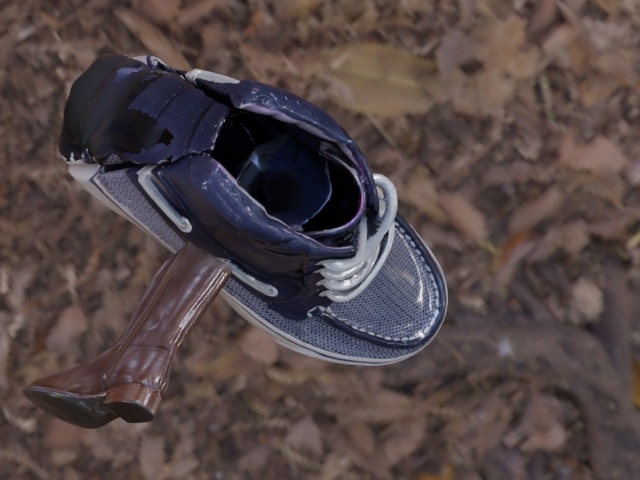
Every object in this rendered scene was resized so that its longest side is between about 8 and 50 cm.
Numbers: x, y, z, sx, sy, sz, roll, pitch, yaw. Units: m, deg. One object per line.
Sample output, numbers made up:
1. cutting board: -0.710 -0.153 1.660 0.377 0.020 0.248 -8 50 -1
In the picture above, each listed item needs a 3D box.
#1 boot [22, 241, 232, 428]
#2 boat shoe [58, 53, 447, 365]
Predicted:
1. boot: -0.111 0.052 1.016 0.037 0.106 0.114 53 49 -41
2. boat shoe: 0.000 0.000 1.112 0.340 0.158 0.127 30 79 -39
